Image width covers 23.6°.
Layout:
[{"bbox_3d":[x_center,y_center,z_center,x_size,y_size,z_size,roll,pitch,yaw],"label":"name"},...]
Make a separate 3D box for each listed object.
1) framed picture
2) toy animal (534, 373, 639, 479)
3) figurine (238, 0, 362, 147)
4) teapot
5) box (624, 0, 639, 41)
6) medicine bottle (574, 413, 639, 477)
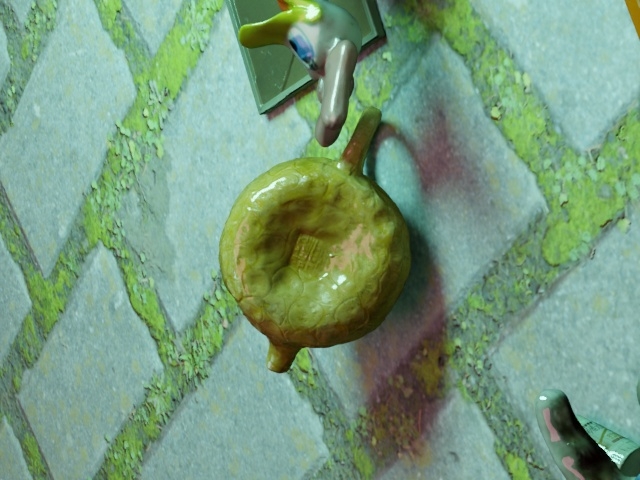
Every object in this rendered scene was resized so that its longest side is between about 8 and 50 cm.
[{"bbox_3d":[-0.027,-0.269,1.741,0.250,0.016,0.184,-29,75,53],"label":"framed picture"},{"bbox_3d":[0.341,0.263,1.240,0.302,0.194,0.344,-1,100,59],"label":"toy animal"},{"bbox_3d":[0.010,-0.315,1.540,0.154,0.193,0.421,109,174,-86],"label":"figurine"},{"bbox_3d":[0.000,0.000,1.662,0.167,0.203,0.311,-55,-15,-85],"label":"teapot"},{"bbox_3d":[0.297,-0.206,1.065,0.225,0.143,0.341,-120,6,-74],"label":"box"},{"bbox_3d":[0.263,0.200,1.439,0.083,0.047,0.047,25,117,48],"label":"medicine bottle"}]
